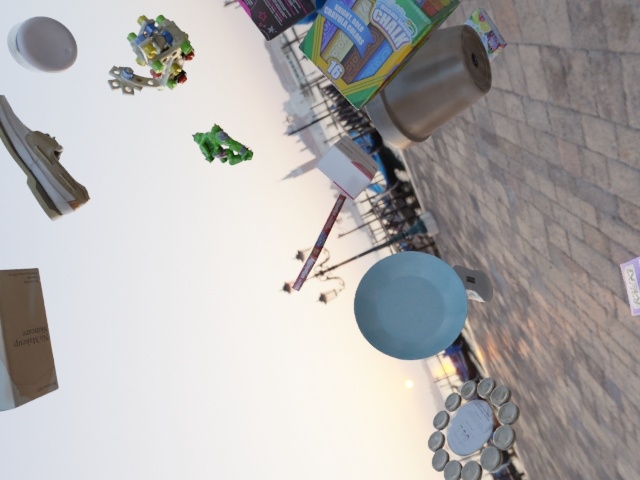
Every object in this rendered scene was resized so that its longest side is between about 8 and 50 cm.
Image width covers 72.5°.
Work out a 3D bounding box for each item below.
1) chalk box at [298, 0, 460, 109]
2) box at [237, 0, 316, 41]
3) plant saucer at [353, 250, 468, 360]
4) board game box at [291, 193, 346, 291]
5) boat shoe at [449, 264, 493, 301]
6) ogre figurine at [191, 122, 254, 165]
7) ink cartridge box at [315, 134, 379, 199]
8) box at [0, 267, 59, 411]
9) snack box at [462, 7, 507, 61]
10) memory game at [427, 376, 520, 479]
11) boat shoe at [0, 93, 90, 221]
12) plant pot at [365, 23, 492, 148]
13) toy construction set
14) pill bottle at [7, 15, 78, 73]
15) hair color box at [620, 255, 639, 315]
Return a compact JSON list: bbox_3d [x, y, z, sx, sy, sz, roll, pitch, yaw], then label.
[{"bbox_3d":[0.128,-0.431,0.824,0.179,0.289,0.180,46,-131,-4],"label":"chalk box"},{"bbox_3d":[-0.132,-0.611,0.962,0.247,0.142,0.163,44,-149,-46],"label":"box"},{"bbox_3d":[0.156,0.114,0.764,0.037,0.194,0.195,56,-169,-60],"label":"plant saucer"},{"bbox_3d":[0.000,0.000,1.214,0.027,0.145,0.281,27,-137,-1],"label":"board game box"},{"bbox_3d":[0.367,0.109,1.121,0.219,0.070,0.078,22,-114,-37],"label":"boat shoe"},{"bbox_3d":[-0.301,-0.280,1.306,0.197,0.097,0.118,30,168,40],"label":"ogre figurine"},{"bbox_3d":[0.098,-0.255,1.493,0.172,0.100,0.237,42,-156,-5],"label":"ink cartridge box"},{"bbox_3d":[-0.740,0.229,1.028,0.148,0.121,0.311,-1,-101,-84],"label":"box"},{"bbox_3d":[0.489,-0.616,1.334,0.100,0.037,0.141,-44,67,54],"label":"snack box"},{"bbox_3d":[0.247,0.309,0.719,0.012,0.186,0.186,39,-168,-11],"label":"memory game"},{"bbox_3d":[-0.651,-0.200,1.013,0.113,0.103,0.302,9,126,65],"label":"boat shoe"},{"bbox_3d":[0.314,-0.461,1.249,0.323,0.280,0.324,13,-109,-43],"label":"plant pot"},{"bbox_3d":[-0.483,-0.514,1.266,0.151,0.327,0.215,55,-129,-16],"label":"toy construction set"},{"bbox_3d":[-0.659,-0.455,1.027,0.215,0.117,0.117,24,152,45],"label":"pill bottle"},{"bbox_3d":[0.623,0.039,0.642,0.339,0.185,0.110,55,-150,-70],"label":"hair color box"}]
